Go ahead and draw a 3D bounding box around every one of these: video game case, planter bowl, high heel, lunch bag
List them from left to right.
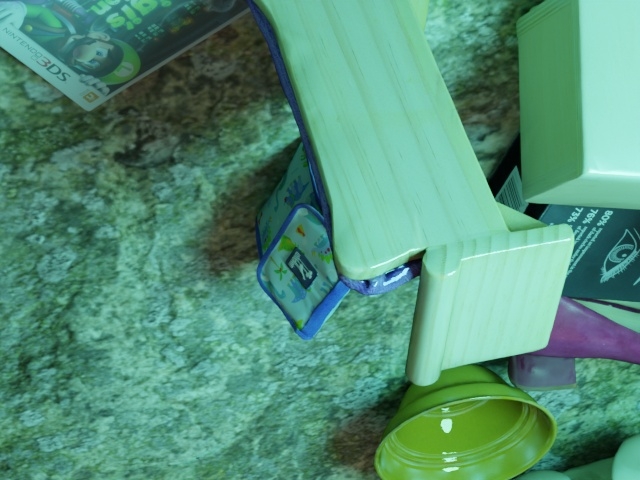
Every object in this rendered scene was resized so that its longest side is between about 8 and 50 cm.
[{"bbox_3d":[-0.177,-0.198,1.356,0.190,0.022,0.173,-29,140,21],"label":"video game case"},{"bbox_3d":[0.000,0.000,1.555,0.096,0.151,0.129,8,140,-24],"label":"lunch bag"},{"bbox_3d":[0.161,0.207,1.917,0.217,0.090,0.217,-7,142,-6],"label":"planter bowl"},{"bbox_3d":[0.378,0.065,1.773,0.377,0.127,0.181,-14,137,-4],"label":"high heel"}]

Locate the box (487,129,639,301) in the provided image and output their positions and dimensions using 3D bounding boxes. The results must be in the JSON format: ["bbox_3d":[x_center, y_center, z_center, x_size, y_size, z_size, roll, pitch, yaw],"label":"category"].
[{"bbox_3d":[0.277,-0.027,1.630,0.207,0.108,0.153,5,140,-22],"label":"box"}]

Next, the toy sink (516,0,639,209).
[{"bbox_3d":[0.263,-0.152,1.423,0.152,0.234,0.131,2,170,-18],"label":"toy sink"}]

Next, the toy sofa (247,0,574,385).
[{"bbox_3d":[0.053,-0.074,1.301,0.177,0.362,0.150,-11,144,-12],"label":"toy sofa"}]

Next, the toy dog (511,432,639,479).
[{"bbox_3d":[0.437,0.362,2.027,0.408,0.284,0.395,-24,172,6],"label":"toy dog"}]
